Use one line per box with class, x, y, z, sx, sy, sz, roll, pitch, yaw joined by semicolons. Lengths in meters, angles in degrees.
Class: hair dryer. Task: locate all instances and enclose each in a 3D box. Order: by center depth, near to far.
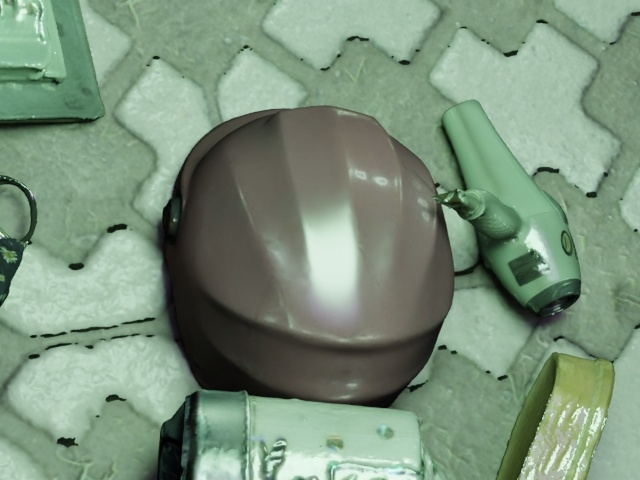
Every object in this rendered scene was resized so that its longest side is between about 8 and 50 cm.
hair dryer;0.149;-0.066;1.745;0.092;0.267;0.229;-31;51;14

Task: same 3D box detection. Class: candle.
candle;0.023;0.231;1.561;0.330;0.187;0.187;7;68;-5

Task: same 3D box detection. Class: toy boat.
toy boat;0.218;0.184;1.711;0.061;0.116;0.188;24;66;-1

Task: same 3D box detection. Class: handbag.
handbag;-0.306;-0.006;1.631;0.115;0.072;0.139;37;59;-1

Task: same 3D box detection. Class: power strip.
power strip;-0.297;-0.210;1.689;0.198;0.064;0.213;-6;71;-36

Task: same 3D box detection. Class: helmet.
helmet;0.000;0.000;1.664;0.271;0.197;0.338;5;70;-14
